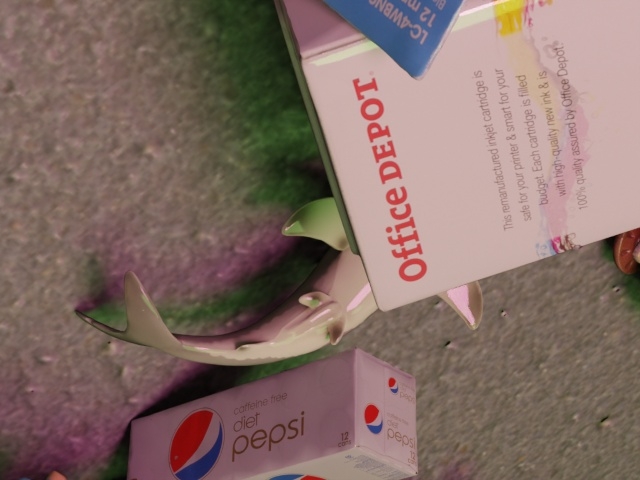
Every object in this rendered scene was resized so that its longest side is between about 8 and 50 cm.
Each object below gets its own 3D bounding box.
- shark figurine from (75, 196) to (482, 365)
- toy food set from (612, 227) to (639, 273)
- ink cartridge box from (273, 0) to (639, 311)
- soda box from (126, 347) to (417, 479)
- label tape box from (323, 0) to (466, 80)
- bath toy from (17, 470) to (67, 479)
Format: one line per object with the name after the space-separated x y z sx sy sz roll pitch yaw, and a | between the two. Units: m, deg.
-0.010 0.027 1.021 0.278 0.116 0.166 -35 102 -10 | shark figurine
0.288 0.007 1.193 0.128 0.071 0.218 -56 138 -11 | toy food set
0.116 -0.126 0.854 0.270 0.197 0.198 -18 135 0 | ink cartridge box
-0.037 0.143 1.044 0.216 0.074 0.069 -21 145 35 | soda box
0.010 -0.280 0.649 0.115 0.249 0.348 -3 129 -47 | label tape box
-0.120 0.272 1.075 0.348 0.151 0.129 41 74 -50 | bath toy
